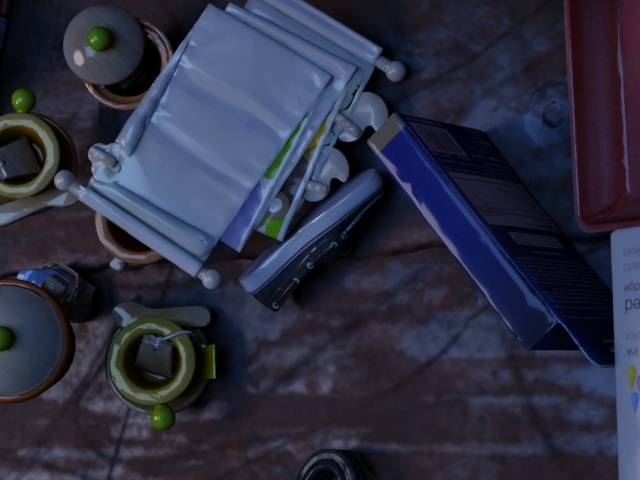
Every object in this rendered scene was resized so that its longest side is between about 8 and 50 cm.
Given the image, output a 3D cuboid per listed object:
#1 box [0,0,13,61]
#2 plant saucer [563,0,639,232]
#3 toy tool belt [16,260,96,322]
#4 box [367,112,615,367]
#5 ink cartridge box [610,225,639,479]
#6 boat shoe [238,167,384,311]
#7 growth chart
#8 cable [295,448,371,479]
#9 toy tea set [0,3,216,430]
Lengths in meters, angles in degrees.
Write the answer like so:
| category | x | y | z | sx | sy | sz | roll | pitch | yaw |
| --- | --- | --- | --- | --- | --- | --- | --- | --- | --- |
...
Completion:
| category | x | y | z | sx | sy | sz | roll | pitch | yaw |
| --- | --- | --- | --- | --- | --- | --- | --- | --- | --- |
| box | -0.386 | -0.160 | 1.693 | 0.233 | 0.044 | 0.159 | 15 | 95 | 31 |
| plant saucer | 0.276 | -0.143 | 1.258 | 0.258 | 0.048 | 0.259 | -7 | 85 | 45 |
| toy tool belt | -0.231 | 0.042 | 1.585 | 0.083 | 0.051 | 0.052 | 14 | 95 | 32 |
| box | 0.136 | 0.009 | 1.311 | 0.036 | 0.136 | 0.225 | -46 | 66 | 20 |
| ink cartridge box | 0.302 | 0.134 | 1.169 | 0.226 | 0.131 | 0.306 | -9 | 77 | 47 |
| boat shoe | 0.000 | 0.000 | 1.454 | 0.142 | 0.049 | 0.040 | -40 | 103 | 20 |
| growth chart | -0.062 | -0.081 | 1.435 | 0.172 | 0.021 | 0.237 | 39 | 91 | -1 |
| cable | -0.007 | 0.304 | 1.451 | 0.139 | 0.072 | 0.287 | -9 | 70 | 48 |
| toy tea set | -0.191 | -0.017 | 1.486 | 0.200 | 0.124 | 0.336 | -4 | 84 | 3 |
